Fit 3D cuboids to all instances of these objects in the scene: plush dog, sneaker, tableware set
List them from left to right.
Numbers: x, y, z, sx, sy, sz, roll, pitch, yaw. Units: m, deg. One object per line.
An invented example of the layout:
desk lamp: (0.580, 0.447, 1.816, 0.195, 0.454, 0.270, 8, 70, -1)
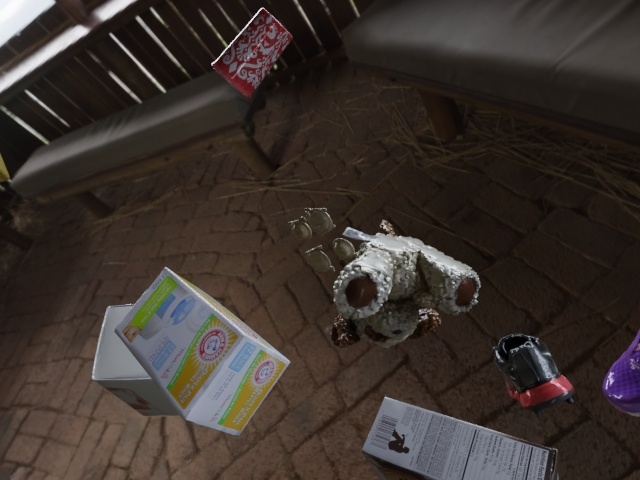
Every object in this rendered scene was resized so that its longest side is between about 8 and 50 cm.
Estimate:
tableware set: (0.000, 0.000, 0.975, 0.141, 0.168, 0.020, -19, 21, 44)
plush dog: (0.126, 0.105, 0.813, 0.263, 0.225, 0.210, 0, 31, -15)
sneaker: (0.396, 0.246, 0.835, 0.098, 0.276, 0.135, -28, 70, 10)
sneaker: (0.442, 0.114, 0.544, 0.236, 0.104, 0.095, -49, 17, 9)

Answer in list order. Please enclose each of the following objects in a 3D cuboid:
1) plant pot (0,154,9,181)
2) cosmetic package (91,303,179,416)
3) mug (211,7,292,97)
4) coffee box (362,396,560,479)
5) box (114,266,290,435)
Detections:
plant pot: (-0.525, -0.128, 0.634, 0.081, 0.081, 0.083, -22, 0, -27)
cosmetic package: (-0.347, 0.263, 0.913, 0.129, 0.296, 0.153, -2, 55, -4)
mug: (-0.156, -0.440, 1.006, 0.169, 0.113, 0.150, -47, 27, 14)
coffee box: (0.247, 0.406, 0.760, 0.297, 0.168, 0.119, 5, 46, 35)
box: (-0.157, 0.138, 0.565, 0.203, 0.103, 0.114, 27, 76, 41)
